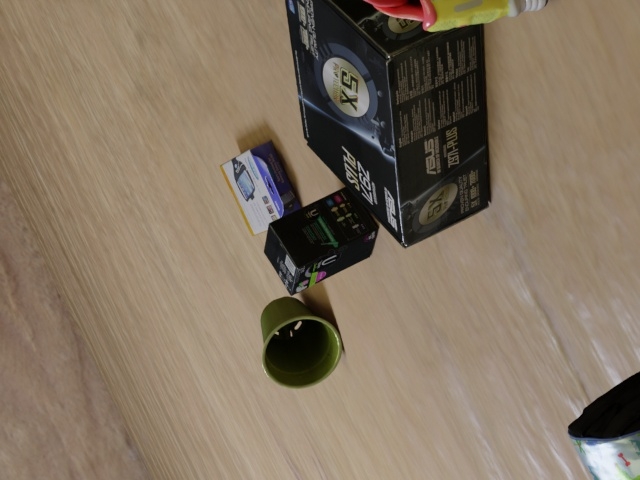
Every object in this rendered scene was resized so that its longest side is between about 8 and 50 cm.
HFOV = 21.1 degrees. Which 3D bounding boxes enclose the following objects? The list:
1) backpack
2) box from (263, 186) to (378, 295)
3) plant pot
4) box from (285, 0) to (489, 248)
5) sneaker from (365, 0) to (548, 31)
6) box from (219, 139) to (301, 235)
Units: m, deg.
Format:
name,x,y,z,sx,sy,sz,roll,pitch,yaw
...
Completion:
name,x,y,z,sx,sy,sz,roll,pitch,yaw
backpack,0.212,0.116,0.999,0.084,0.114,0.105,66,162,-4
box,0.000,0.000,1.504,0.052,0.083,0.062,57,161,18
plant pot,-0.028,0.097,1.748,0.079,0.083,0.083,-121,13,-62
box,0.047,-0.112,1.226,0.147,0.078,0.180,48,156,40
sneaker,0.053,-0.186,1.081,0.208,0.094,0.081,41,152,55
box,-0.057,-0.051,1.696,0.081,0.028,0.136,66,160,-3
